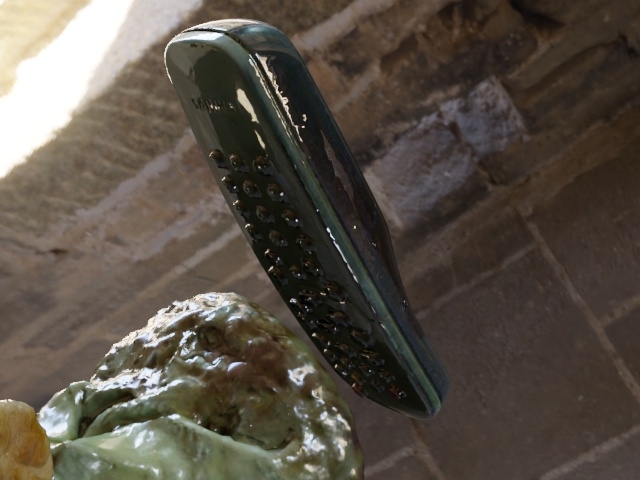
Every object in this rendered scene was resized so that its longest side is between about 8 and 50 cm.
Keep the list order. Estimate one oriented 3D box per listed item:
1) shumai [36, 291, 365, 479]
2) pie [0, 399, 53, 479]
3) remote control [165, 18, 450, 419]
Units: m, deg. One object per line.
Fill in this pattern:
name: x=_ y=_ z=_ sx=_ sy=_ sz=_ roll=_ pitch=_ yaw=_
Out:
shumai: x=-0.195 y=0.256 z=0.995 sx=0.395 sy=0.348 sz=0.395 roll=11 pitch=106 yaw=42
pie: x=-0.243 y=0.205 z=0.623 sx=0.046 sy=0.195 sz=0.195 roll=2 pitch=71 yaw=12
remote control: x=0.000 y=0.000 z=0.406 sx=0.072 sy=0.222 sz=0.042 roll=14 pitch=50 yaw=47
